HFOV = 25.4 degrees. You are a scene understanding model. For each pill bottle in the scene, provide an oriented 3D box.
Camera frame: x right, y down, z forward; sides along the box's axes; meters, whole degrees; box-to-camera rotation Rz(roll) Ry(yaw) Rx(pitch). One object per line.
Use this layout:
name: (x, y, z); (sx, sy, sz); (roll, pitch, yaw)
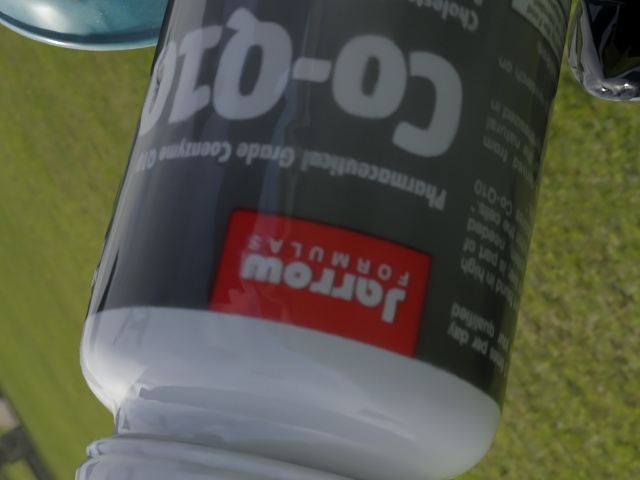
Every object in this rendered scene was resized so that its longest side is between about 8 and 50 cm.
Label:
pill bottle: (0.000, 0.000, 0.547); (0.161, 0.161, 0.283); (120, 162, -72)

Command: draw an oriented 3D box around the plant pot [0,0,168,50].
plant pot: (-0.139, -0.291, 0.811); (0.272, 0.271, 0.255); (51, 173, 28)

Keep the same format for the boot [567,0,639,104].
boot: (0.366, -0.108, 0.959); (0.367, 0.445, 0.146); (144, 121, -65)
